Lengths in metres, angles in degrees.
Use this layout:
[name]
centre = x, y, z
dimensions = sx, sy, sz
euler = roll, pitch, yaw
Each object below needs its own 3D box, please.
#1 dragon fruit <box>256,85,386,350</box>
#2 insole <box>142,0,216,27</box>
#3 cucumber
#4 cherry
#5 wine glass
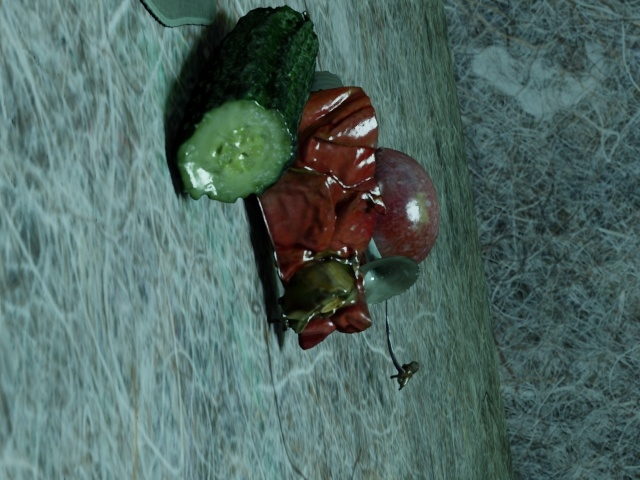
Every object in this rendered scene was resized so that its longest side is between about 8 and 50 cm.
[dragon fruit]
centre = -0.024, -0.013, 1.317
dimensions = 0.092, 0.122, 0.192
euler = -16, 105, -40
[insole]
centre = -0.093, -0.172, 1.150
dimensions = 0.232, 0.003, 0.080
euler = 0, 83, -80
[cucumber]
centre = -0.044, -0.103, 1.197
dimensions = 0.265, 0.077, 0.077
euler = -82, 162, -64
[cherry]
centre = 0.068, 0.020, 1.699
dimensions = 0.107, 0.090, 0.226
euler = -110, -163, -70
[wine glass]
centre = 0.020, -0.047, 1.417
dimensions = 0.066, 0.066, 0.198
euler = 67, 4, -57
